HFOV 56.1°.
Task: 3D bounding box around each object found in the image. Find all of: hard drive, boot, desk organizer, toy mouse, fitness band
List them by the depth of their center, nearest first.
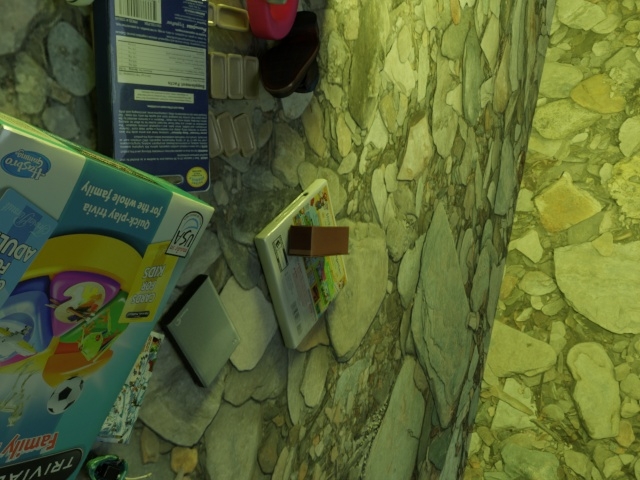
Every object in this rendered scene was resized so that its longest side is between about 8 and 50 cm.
[{"bbox_3d":[-0.261,0.304,0.701,0.143,0.031,0.161,-23,116,-56],"label":"toy mouse"},{"bbox_3d":[-0.050,-0.410,0.777,0.209,0.054,0.291,-78,175,-57],"label":"fitness band"},{"bbox_3d":[-0.164,0.127,0.837,0.094,0.022,0.135,-55,140,-38],"label":"hard drive"},{"bbox_3d":[-0.032,-0.247,0.897,0.219,0.082,0.106,-77,161,-44],"label":"boot"},{"bbox_3d":[0.000,0.000,1.016,0.130,0.047,0.050,-2,95,-59],"label":"desk organizer"}]

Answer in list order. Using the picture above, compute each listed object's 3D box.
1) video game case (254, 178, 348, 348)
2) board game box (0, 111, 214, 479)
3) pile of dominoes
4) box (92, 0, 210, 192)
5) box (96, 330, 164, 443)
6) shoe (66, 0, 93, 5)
[{"bbox_3d":[-0.025,0.038,1.053,0.206,0.026,0.227,-47,134,-45],"label":"video game case"},{"bbox_3d":[-0.251,0.082,0.490,0.336,0.079,0.253,-63,158,2],"label":"board game box"},{"bbox_3d":[-0.178,-0.200,0.753,0.251,0.040,0.196,-13,107,-50],"label":"pile of dominoes"},{"bbox_3d":[-0.187,-0.165,0.684,0.136,0.036,0.226,-11,105,-50],"label":"box"},{"bbox_3d":[-0.243,0.165,0.705,0.094,0.027,0.137,40,62,-57],"label":"box"},{"bbox_3d":[-0.258,-0.311,0.549,0.081,0.063,0.178,-19,107,-56],"label":"shoe"}]
